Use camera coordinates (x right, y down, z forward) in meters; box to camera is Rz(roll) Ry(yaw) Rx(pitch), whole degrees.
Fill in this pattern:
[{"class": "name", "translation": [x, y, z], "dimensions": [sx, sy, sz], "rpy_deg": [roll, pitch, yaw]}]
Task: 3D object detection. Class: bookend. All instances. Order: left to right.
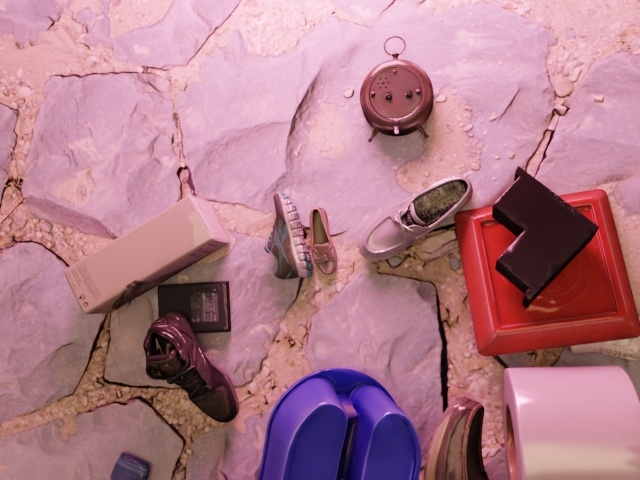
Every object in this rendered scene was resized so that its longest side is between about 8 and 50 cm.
[{"class": "bookend", "translation": [0.322, -0.005, 1.033], "dimensions": [0.156, 0.072, 0.157], "rpy_deg": [42, 86, 21]}]

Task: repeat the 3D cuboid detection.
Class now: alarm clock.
[{"class": "alarm clock", "translation": [0.134, -0.274, 1.157], "dimensions": [0.130, 0.064, 0.191], "rpy_deg": [-3, 82, 10]}]

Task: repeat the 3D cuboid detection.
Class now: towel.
[{"class": "towel", "translation": [-0.362, 0.460, 1.205], "dimensions": [0.067, 0.029, 0.119], "rpy_deg": [21, 89, 11]}]

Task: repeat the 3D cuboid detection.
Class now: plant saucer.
[{"class": "plant saucer", "translation": [0.370, 0.046, 1.072], "dimensions": [0.259, 0.047, 0.258], "rpy_deg": [-9, 72, 10]}]

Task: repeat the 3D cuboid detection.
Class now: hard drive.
[{"class": "hard drive", "translation": [-0.236, 0.126, 1.209], "dimensions": [0.135, 0.022, 0.094], "rpy_deg": [-4, 86, 9]}]

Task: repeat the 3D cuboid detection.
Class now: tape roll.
[{"class": "tape roll", "translation": [0.373, 0.313, 0.981], "dimensions": [0.169, 0.246, 0.245], "rpy_deg": [-3, 86, 9]}]

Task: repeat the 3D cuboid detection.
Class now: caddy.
[{"class": "caddy", "translation": [0.025, 0.387, 1.074], "dimensions": [0.242, 0.179, 0.340], "rpy_deg": [12, 88, -14]}]

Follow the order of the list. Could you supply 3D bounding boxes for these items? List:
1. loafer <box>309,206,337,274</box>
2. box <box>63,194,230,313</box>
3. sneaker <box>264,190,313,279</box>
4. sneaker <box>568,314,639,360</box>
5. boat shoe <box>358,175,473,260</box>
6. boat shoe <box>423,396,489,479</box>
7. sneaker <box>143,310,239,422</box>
[{"class": "loafer", "translation": [0.000, 0.000, 1.169], "dimensions": [0.045, 0.039, 0.125], "rpy_deg": [-12, 84, 8]}, {"class": "box", "translation": [-0.313, 0.029, 1.186], "dimensions": [0.275, 0.113, 0.094], "rpy_deg": [-30, 82, 8]}, {"class": "sneaker", "translation": [-0.070, -0.005, 1.172], "dimensions": [0.076, 0.065, 0.166], "rpy_deg": [-16, 82, 12]}, {"class": "sneaker", "translation": [0.485, 0.165, 1.059], "dimensions": [0.152, 0.053, 0.061], "rpy_deg": [-15, 57, 9]}, {"class": "boat shoe", "translation": [0.161, -0.043, 1.123], "dimensions": [0.228, 0.081, 0.079], "rpy_deg": [-33, 81, 6]}, {"class": "boat shoe", "translation": [0.243, 0.430, 1.041], "dimensions": [0.130, 0.132, 0.354], "rpy_deg": [7, 97, 32]}, {"class": "sneaker", "translation": [-0.234, 0.239, 1.140], "dimensions": [0.087, 0.130, 0.227], "rpy_deg": [-30, 94, 13]}]
